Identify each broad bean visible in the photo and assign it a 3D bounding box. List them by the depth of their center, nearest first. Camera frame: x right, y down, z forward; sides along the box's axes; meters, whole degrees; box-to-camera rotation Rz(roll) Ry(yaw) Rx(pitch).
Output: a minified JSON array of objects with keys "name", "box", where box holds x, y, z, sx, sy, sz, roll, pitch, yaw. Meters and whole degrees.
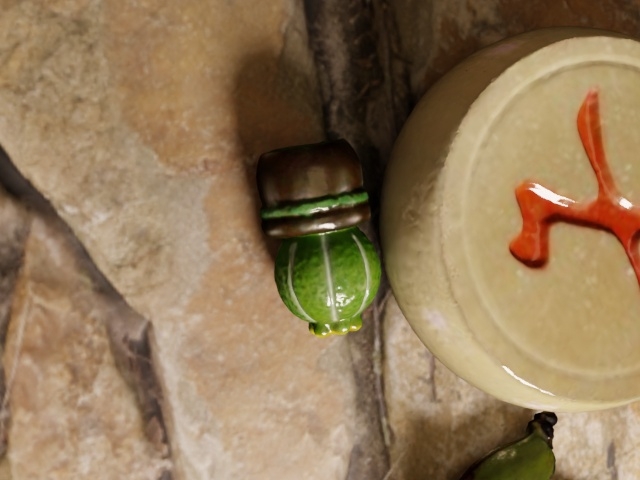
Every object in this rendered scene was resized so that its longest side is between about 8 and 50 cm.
[{"name":"broad bean","box":[0.124,0.281,0.894,0.077,0.061,0.339,42,78,-27]}]

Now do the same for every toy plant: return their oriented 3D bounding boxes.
[{"name":"toy plant","box":[0.000,0.000,0.832,0.092,0.093,0.162,-13,98,-18]}]

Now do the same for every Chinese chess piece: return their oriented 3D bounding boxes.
[{"name":"Chinese chess piece","box":[0.216,-0.018,0.878,0.338,0.140,0.338,0,91,-19]}]
